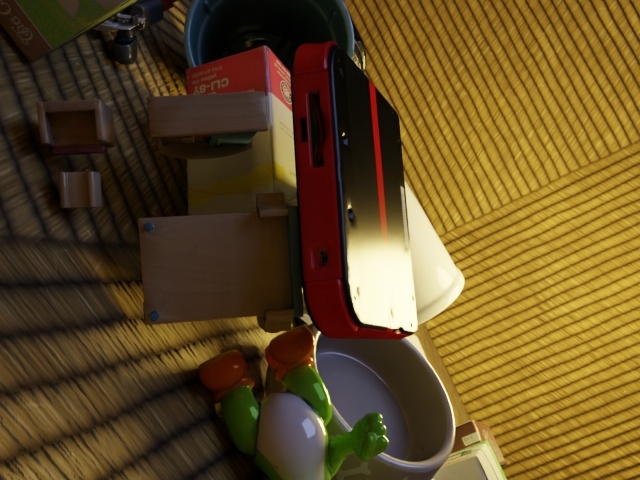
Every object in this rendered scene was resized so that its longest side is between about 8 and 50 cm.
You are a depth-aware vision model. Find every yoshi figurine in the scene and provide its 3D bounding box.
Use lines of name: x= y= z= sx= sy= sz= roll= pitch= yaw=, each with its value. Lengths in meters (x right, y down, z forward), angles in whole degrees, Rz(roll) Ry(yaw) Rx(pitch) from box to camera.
yoshi figurine: x=-0.022 y=0.297 z=0.791 sx=0.203 sy=0.204 sz=0.362 roll=0 pitch=65 yaw=-59

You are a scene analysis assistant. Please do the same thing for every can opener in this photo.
can opener: x=-0.349 y=-0.392 z=1.153 sx=0.280 sy=0.074 sz=0.093 roll=-91 pitch=-174 yaw=-61

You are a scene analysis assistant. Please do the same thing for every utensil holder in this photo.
utensil holder: x=0.198 y=0.034 z=1.915 sx=0.385 sy=0.328 sz=0.327 roll=58 pitch=13 yaw=-12

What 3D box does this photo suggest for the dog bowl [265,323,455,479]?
dog bowl: x=0.080 y=0.269 z=1.073 sx=0.349 sy=0.102 sz=0.348 roll=28 pitch=32 yaw=-19

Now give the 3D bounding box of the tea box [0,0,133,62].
tea box: x=-0.313 y=-0.463 z=0.799 sx=0.329 sy=0.324 sz=0.220 roll=57 pitch=13 yaw=-24

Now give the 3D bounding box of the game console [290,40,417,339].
game console: x=0.058 y=-0.055 z=0.901 sx=0.342 sy=0.060 sz=0.386 roll=22 pitch=63 yaw=-66

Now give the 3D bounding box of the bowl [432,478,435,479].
bowl: x=0.209 y=0.537 z=1.272 sx=0.170 sy=0.080 sz=0.170 roll=22 pitch=47 yaw=-26

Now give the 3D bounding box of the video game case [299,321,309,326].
video game case: x=0.011 y=0.266 z=1.324 sx=0.206 sy=0.026 sz=0.227 roll=64 pitch=12 yaw=1

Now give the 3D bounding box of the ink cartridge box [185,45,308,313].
ink cartridge box: x=-0.091 y=-0.078 z=1.074 sx=0.279 sy=0.161 sz=0.384 roll=34 pitch=49 yaw=-65

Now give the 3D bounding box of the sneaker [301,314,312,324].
sneaker: x=0.000 y=0.088 z=1.306 sx=0.104 sy=0.147 sz=0.296 roll=54 pitch=8 yaw=34

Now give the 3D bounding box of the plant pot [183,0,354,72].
plant pot: x=-0.122 y=-0.402 z=1.431 sx=0.341 sy=0.341 sz=0.334 roll=63 pitch=-7 yaw=-3

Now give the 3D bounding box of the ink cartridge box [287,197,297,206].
ink cartridge box: x=0.018 y=-0.025 z=0.966 sx=0.092 sy=0.090 sz=0.143 roll=-40 pitch=117 yaw=-65

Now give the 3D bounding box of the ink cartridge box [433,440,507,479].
ink cartridge box: x=0.311 y=0.574 z=1.482 sx=0.121 sy=0.211 sz=0.289 roll=68 pitch=13 yaw=18

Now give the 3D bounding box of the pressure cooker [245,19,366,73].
pressure cooker: x=-0.081 y=-0.578 z=1.909 sx=0.376 sy=0.370 sz=0.420 roll=32 pitch=29 yaw=-37

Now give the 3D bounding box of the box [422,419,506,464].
box: x=0.413 y=0.627 z=1.847 sx=0.381 sy=0.191 sz=0.143 roll=40 pitch=26 yaw=-61

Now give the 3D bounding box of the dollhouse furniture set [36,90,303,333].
dollhouse furniture set: x=-0.185 y=-0.020 z=0.827 sx=0.198 sy=0.287 sz=0.303 roll=-176 pitch=-100 yaw=-79

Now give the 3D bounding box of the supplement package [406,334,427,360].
supplement package: x=0.199 y=0.351 z=1.647 sx=0.204 sy=0.145 sz=0.262 roll=68 pitch=13 yaw=22

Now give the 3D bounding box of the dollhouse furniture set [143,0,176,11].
dollhouse furniture set: x=-0.397 y=-0.647 z=1.242 sx=0.374 sy=0.152 sz=0.201 roll=53 pitch=16 yaw=-40
